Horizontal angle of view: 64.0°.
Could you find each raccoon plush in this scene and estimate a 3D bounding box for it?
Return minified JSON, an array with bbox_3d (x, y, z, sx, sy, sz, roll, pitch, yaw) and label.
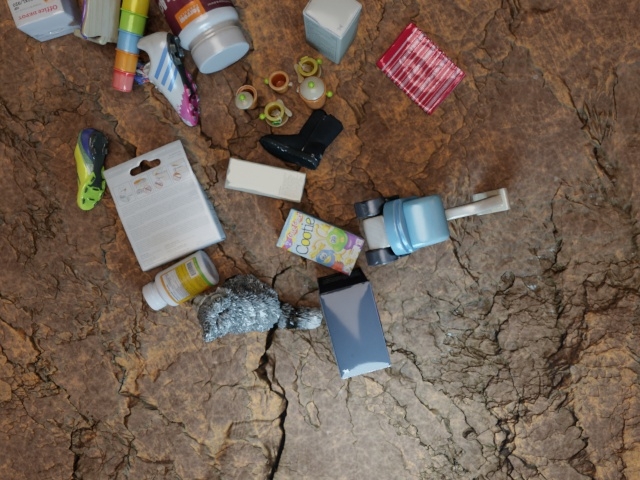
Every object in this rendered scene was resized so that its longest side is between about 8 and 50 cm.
[{"bbox_3d":[-0.213,0.239,1.766,0.446,0.299,0.216,-1,96,-1],"label":"raccoon plush"}]

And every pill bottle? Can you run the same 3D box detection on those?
[{"bbox_3d":[-0.412,-0.775,1.692,0.224,0.224,0.392,-29,95,2],"label":"pill bottle"},{"bbox_3d":[-0.501,0.149,1.834,0.245,0.136,0.136,-28,96,2],"label":"pill bottle"}]

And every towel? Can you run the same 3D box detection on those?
[{"bbox_3d":[0.356,-0.610,1.819,0.275,0.031,0.199,42,95,-5],"label":"towel"}]

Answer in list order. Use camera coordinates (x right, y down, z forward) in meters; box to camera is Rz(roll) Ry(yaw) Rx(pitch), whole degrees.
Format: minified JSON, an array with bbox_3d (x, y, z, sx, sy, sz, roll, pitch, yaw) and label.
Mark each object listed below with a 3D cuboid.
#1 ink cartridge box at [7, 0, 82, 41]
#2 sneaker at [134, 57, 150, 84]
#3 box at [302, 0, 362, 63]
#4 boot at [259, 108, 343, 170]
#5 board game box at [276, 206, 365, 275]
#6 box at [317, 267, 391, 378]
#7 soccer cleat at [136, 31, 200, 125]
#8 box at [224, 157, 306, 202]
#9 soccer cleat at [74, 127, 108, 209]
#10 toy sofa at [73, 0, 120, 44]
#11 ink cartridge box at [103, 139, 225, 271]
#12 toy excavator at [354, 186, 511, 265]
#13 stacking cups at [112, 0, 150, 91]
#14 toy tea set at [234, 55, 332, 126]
[{"bbox_3d":[-0.931,-0.819,1.708,0.171,0.168,0.233,-18,96,1],"label":"ink cartridge box"},{"bbox_3d":[-0.604,-0.583,1.793,0.221,0.083,0.087,19,109,3],"label":"sneaker"},{"bbox_3d":[0.036,-0.696,1.663,0.148,0.311,0.121,34,94,-4],"label":"box"},{"bbox_3d":[-0.065,-0.373,1.804,0.246,0.094,0.207,23,70,20],"label":"boot"},{"bbox_3d":[0.000,0.000,1.822,0.275,0.144,0.142,23,95,-3],"label":"board game box"},{"bbox_3d":[0.110,0.274,1.777,0.182,0.294,0.296,-15,97,1],"label":"box"},{"bbox_3d":[-0.506,-0.536,1.721,0.143,0.116,0.331,-3,134,7],"label":"soccer cleat"},{"bbox_3d":[-0.192,-0.213,1.821,0.275,0.094,0.113,13,95,-2],"label":"box"},{"bbox_3d":[-0.827,-0.254,1.825,0.121,0.093,0.289,16,101,28],"label":"soccer cleat"},{"bbox_3d":[-0.716,-0.828,1.644,0.150,0.177,0.363,25,115,27],"label":"toy sofa"},{"bbox_3d":[-0.558,-0.122,1.839,0.308,0.091,0.385,-22,90,2],"label":"ink cartridge box"},{"bbox_3d":[0.399,-0.077,1.759,0.445,0.433,0.222,-11,93,28],"label":"toy excavator"},{"bbox_3d":[-0.636,-0.655,1.687,0.096,0.096,0.316,20,107,-3],"label":"stacking cups"},{"bbox_3d":[-0.129,-0.513,1.754,0.336,0.124,0.200,-24,78,2],"label":"toy tea set"}]
